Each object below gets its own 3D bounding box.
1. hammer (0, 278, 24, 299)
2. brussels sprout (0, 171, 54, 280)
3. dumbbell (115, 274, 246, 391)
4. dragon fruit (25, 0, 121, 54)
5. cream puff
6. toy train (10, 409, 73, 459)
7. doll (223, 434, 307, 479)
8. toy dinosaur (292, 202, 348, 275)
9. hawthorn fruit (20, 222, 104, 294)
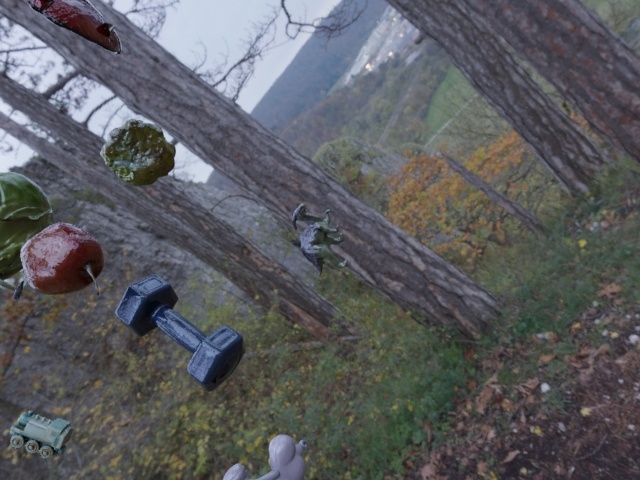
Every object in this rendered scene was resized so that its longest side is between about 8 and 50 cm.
[{"bbox_3d":[-0.908,0.091,1.126,0.062,0.199,0.013,-57,12,16],"label":"hammer"},{"bbox_3d":[-1.175,-0.056,1.516,0.425,0.342,0.361,-32,14,18],"label":"brussels sprout"},{"bbox_3d":[-0.345,0.224,1.030,0.144,0.324,0.160,-49,-20,-27],"label":"dumbbell"},{"bbox_3d":[-0.707,-0.649,1.161,0.100,0.343,0.282,-51,44,14],"label":"dragon fruit"},{"bbox_3d":[-0.730,-0.352,1.684,0.282,0.282,0.185,-58,17,-3],"label":"cream puff"},{"bbox_3d":[-0.953,0.656,1.415,0.081,0.194,0.125,-96,30,-86],"label":"toy train"},{"bbox_3d":[-0.163,0.665,1.156,0.094,0.160,0.365,-17,-1,41],"label":"doll"},{"bbox_3d":[0.001,-0.004,1.515,0.162,0.294,0.077,-12,12,13],"label":"toy dinosaur"},{"bbox_3d":[-0.543,0.046,0.910,0.203,0.163,0.163,5,52,23],"label":"hawthorn fruit"}]
